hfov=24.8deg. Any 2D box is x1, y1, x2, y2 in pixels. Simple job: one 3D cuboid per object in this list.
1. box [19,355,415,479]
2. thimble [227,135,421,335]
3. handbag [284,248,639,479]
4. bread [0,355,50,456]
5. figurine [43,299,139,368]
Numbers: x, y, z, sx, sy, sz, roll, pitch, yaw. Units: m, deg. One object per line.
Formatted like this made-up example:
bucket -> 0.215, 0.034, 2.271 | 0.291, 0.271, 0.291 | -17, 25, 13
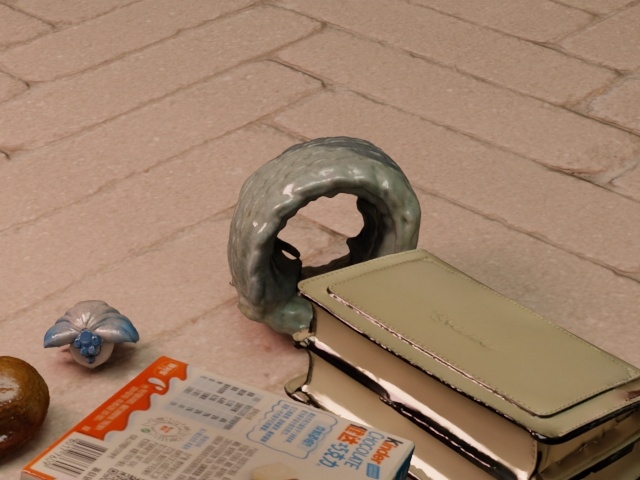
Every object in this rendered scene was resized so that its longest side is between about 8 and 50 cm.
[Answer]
box -> -0.079, 0.202, 1.257 | 0.265, 0.048, 0.273 | 17, 20, 15
thimble -> 0.000, 0.000, 1.698 | 0.250, 0.205, 0.172 | -40, 21, 8
handbag -> 0.162, 0.149, 1.510 | 0.237, 0.160, 0.358 | -21, 37, -38
bread -> -0.457, 0.192, 1.529 | 0.344, 0.084, 0.124 | -10, 33, -12
figurine -> -0.262, 0.108, 1.681 | 0.114, 0.079, 0.114 | -12, -4, -1
